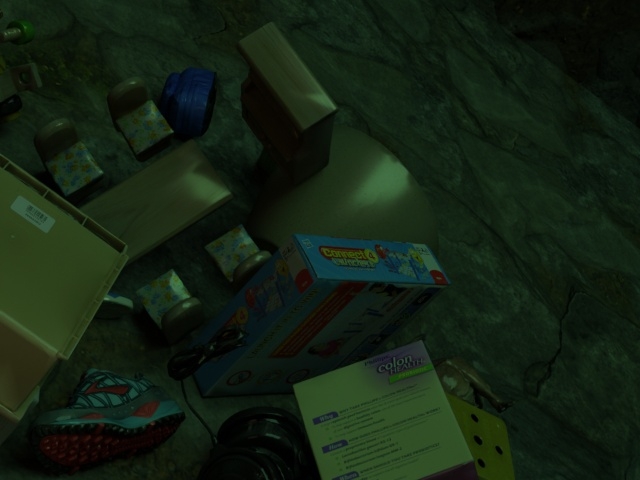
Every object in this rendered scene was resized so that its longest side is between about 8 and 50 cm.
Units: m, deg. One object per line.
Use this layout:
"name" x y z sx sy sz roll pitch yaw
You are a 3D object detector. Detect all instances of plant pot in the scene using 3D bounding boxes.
"plant pot" 0.192 0.367 1.988 0.212 0.187 0.212 27 36 -24

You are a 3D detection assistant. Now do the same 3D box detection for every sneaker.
"sneaker" -0.310 0.237 1.688 0.125 0.104 0.262 49 23 25
"sneaker" -0.351 0.064 1.851 0.152 0.058 0.085 11 54 -32

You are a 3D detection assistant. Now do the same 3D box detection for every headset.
"headset" -0.075 0.309 1.732 0.394 0.185 0.243 55 17 -10

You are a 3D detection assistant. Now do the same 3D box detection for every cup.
"cup" 0.000 0.000 2.118 0.237 0.331 0.331 -38 83 -32

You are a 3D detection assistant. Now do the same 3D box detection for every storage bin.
"storage bin" -0.391 0.030 1.464 0.262 0.123 0.260 37 31 -10

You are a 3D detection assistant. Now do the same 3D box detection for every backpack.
"backpack" -0.245 -0.249 2.288 0.101 0.098 0.120 5 42 -5

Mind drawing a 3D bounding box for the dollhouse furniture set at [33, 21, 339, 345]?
"dollhouse furniture set" -0.184 -0.112 1.879 0.394 0.256 0.362 -33 76 -12

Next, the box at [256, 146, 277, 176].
"box" 0.028 -0.096 2.281 0.322 0.232 0.058 46 63 7

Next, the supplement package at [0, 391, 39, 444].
"supplement package" -0.505 0.129 1.502 0.293 0.175 0.177 24 38 -28

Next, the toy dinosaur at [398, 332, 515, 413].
"toy dinosaur" 0.219 0.253 2.212 0.295 0.127 0.200 1 45 -54

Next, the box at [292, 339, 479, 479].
"box" 0.097 0.300 1.835 0.243 0.213 0.117 -111 -178 -46

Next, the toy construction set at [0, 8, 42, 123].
"toy construction set" -0.513 -0.297 1.880 0.257 0.309 0.237 53 28 -1

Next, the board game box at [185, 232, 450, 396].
"board game box" -0.005 0.122 1.935 0.302 0.308 0.086 5 48 -46
